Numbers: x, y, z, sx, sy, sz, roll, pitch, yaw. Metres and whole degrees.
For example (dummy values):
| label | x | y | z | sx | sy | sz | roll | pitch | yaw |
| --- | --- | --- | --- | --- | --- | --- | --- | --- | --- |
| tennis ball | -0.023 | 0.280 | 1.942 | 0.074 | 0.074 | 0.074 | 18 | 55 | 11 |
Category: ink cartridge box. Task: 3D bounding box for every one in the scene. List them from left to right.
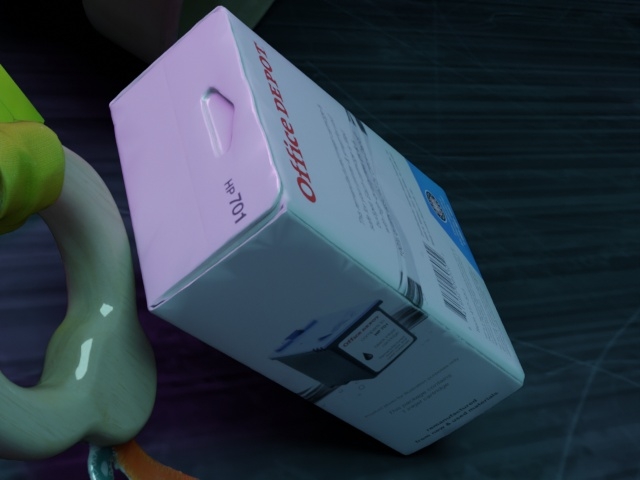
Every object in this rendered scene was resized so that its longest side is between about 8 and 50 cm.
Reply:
| label | x | y | z | sx | sy | sz | roll | pitch | yaw |
| --- | --- | --- | --- | --- | --- | --- | --- | --- | --- |
| ink cartridge box | 0.000 | 0.000 | 0.576 | 0.190 | 0.082 | 0.140 | 34 | 27 | -41 |

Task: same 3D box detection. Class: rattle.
| label | x | y | z | sx | sy | sz | roll | pitch | yaw |
| --- | --- | --- | --- | --- | --- | --- | --- | --- | --- |
| rattle | -0.140 | 0.053 | 0.502 | 0.142 | 0.200 | 0.130 | -14 | 41 | 11 |

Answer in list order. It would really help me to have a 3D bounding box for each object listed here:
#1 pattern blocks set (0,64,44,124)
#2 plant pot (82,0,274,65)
| label | x | y | z | sx | sy | sz | roll | pitch | yaw |
| --- | --- | --- | --- | --- | --- | --- | --- | --- | --- |
| pattern blocks set | -0.252 | -0.106 | 0.563 | 0.285 | 0.026 | 0.325 | 39 | 37 | -31 |
| plant pot | -0.124 | -0.296 | 0.710 | 0.280 | 0.323 | 0.323 | 28 | 38 | 2 |
